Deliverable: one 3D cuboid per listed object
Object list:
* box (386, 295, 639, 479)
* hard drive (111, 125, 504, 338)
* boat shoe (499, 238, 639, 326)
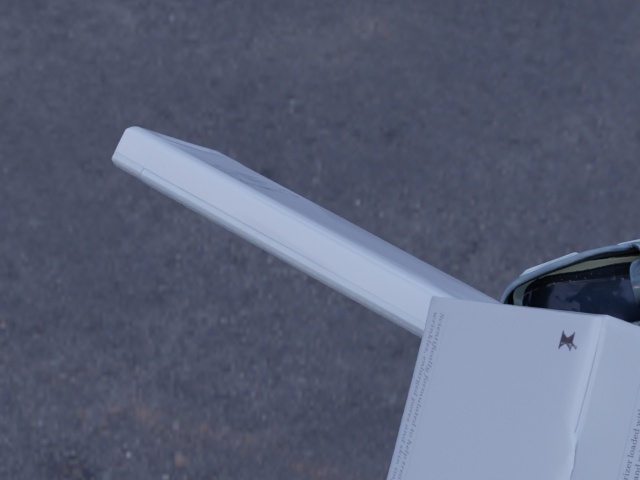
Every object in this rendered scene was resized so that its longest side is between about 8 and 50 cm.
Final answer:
[{"bbox_3d":[0.141,0.137,0.901,0.119,0.181,0.182,18,-6,-28],"label":"box"},{"bbox_3d":[0.000,0.000,1.186,0.307,0.040,0.203,29,6,17],"label":"hard drive"},{"bbox_3d":[0.319,0.052,1.366,0.319,0.116,0.099,-7,-6,31],"label":"boat shoe"}]
